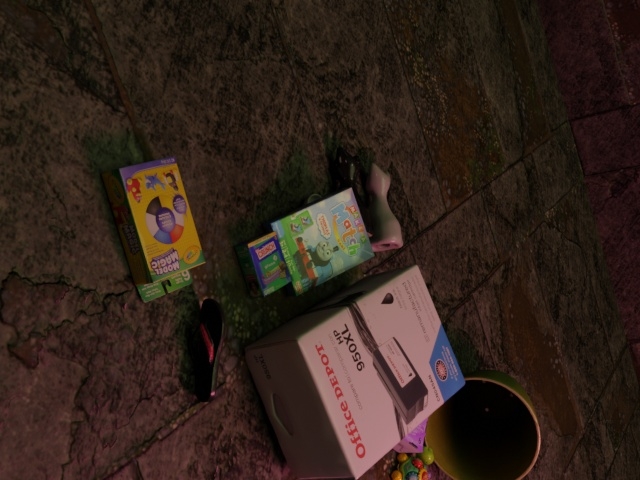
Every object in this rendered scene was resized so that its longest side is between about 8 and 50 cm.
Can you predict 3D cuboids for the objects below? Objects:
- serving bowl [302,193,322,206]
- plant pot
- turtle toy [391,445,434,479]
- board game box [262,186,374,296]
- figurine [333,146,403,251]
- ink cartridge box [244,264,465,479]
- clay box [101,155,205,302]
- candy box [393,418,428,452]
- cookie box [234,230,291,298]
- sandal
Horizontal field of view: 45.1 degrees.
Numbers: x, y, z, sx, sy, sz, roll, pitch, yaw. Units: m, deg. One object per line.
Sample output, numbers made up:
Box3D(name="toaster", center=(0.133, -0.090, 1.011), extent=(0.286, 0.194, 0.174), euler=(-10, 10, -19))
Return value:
Box3D(name="serving bowl", center=(-0.014, -0.057, 1.655), extent=(0.083, 0.027, 0.083), euler=(16, 69, -50))
Box3D(name="plant pot", center=(0.425, 0.438, 1.949), extent=(0.293, 0.275, 0.274), euler=(-19, 97, -69))
Box3D(name="turtle toy", center=(0.221, 0.534, 1.785), extent=(0.095, 0.066, 0.130), euler=(55, 43, -29))
Box3D(name="board game box", center=(0.000, 0.000, 1.591), extent=(0.212, 0.039, 0.160), euler=(-26, 103, -31))
Box3D(name="figurine", center=(0.106, -0.094, 1.783), extent=(0.215, 0.092, 0.209), euler=(18, 63, -51))
Box3D(name="ink cartridge box", center=(0.080, 0.254, 1.530), extent=(0.395, 0.166, 0.285), euler=(-27, 96, -45))
Box3D(name="clay box", center=(-0.271, -0.020, 1.284), extent=(0.127, 0.053, 0.222), euler=(-25, 100, -52))
Box3D(name="candy box", center=(0.182, 0.364, 1.772), extent=(0.165, 0.070, 0.196), euler=(43, 50, -37))
Box3D(name="cookie box", center=(-0.110, 0.046, 1.490), extent=(0.092, 0.040, 0.107), euler=(-28, 103, -51))
Box3D(name="sandal", center=(-0.199, 0.186, 1.321), extent=(0.040, 0.067, 0.179), euler=(15, 72, -39))
